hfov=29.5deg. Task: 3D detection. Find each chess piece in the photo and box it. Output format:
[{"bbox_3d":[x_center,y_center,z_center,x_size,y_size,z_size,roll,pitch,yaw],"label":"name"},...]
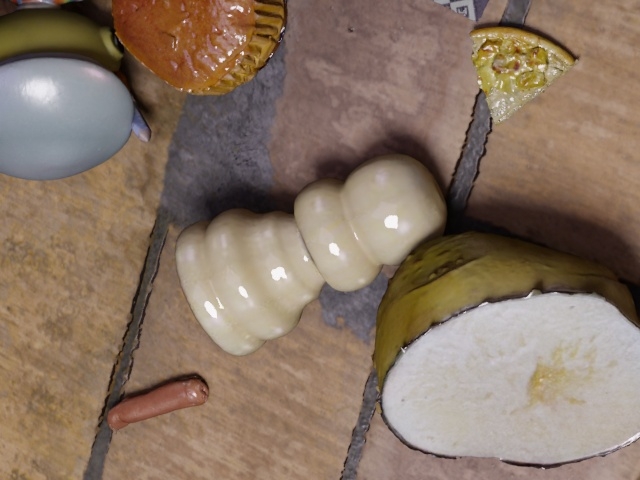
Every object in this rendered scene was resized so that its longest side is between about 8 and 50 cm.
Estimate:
[{"bbox_3d":[0.000,0.000,1.382,0.299,0.167,0.167,-26,88,18],"label":"chess piece"}]

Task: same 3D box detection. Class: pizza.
[{"bbox_3d":[0.210,-0.174,1.319,0.122,0.026,0.109,19,108,19],"label":"pizza"}]

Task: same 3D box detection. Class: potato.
[{"bbox_3d":[0.203,0.096,1.286,0.299,0.196,0.247,6,125,-7],"label":"potato"}]

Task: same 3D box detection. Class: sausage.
[{"bbox_3d":[-0.213,0.210,1.559,0.157,0.036,0.042,-23,81,25],"label":"sausage"}]

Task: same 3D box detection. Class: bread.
[{"bbox_3d":[-0.146,-0.267,1.415,0.199,0.104,0.199,3,98,22],"label":"bread"}]

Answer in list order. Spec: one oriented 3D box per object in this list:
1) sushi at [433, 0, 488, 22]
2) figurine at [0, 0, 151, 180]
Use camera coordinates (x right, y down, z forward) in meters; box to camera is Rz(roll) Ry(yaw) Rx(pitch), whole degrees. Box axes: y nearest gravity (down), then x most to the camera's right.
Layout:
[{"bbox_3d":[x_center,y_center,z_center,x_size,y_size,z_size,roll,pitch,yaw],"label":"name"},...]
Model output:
[{"bbox_3d":[0.142,-0.316,1.324,0.126,0.026,0.120,29,108,16],"label":"sushi"},{"bbox_3d":[-0.357,-0.262,1.456,0.224,0.205,0.382,-15,91,13],"label":"figurine"}]
